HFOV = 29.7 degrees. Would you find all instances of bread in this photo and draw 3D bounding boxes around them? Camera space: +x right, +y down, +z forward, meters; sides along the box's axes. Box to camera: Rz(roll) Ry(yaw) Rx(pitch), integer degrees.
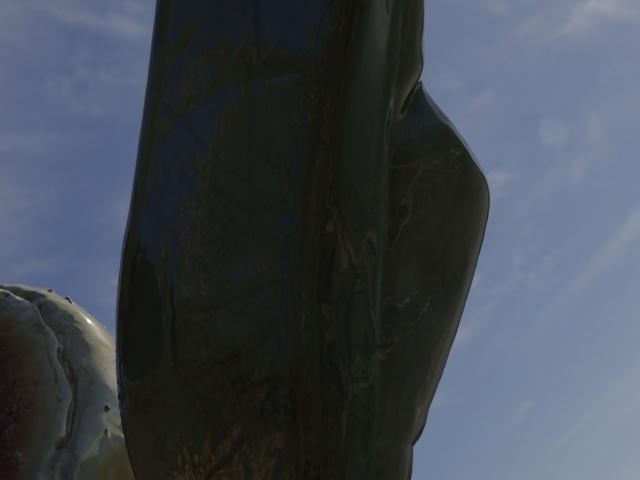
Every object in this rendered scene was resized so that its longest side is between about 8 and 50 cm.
[{"bbox_3d":[-0.240,0.178,0.829,0.305,0.305,0.159,-36,-45,-5],"label":"bread"}]

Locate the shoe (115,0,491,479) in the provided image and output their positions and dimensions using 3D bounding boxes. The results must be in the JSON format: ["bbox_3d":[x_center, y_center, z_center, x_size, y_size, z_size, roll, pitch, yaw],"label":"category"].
[{"bbox_3d":[0.000,0.000,0.391,0.100,0.103,0.251,-11,-72,-47],"label":"shoe"}]
